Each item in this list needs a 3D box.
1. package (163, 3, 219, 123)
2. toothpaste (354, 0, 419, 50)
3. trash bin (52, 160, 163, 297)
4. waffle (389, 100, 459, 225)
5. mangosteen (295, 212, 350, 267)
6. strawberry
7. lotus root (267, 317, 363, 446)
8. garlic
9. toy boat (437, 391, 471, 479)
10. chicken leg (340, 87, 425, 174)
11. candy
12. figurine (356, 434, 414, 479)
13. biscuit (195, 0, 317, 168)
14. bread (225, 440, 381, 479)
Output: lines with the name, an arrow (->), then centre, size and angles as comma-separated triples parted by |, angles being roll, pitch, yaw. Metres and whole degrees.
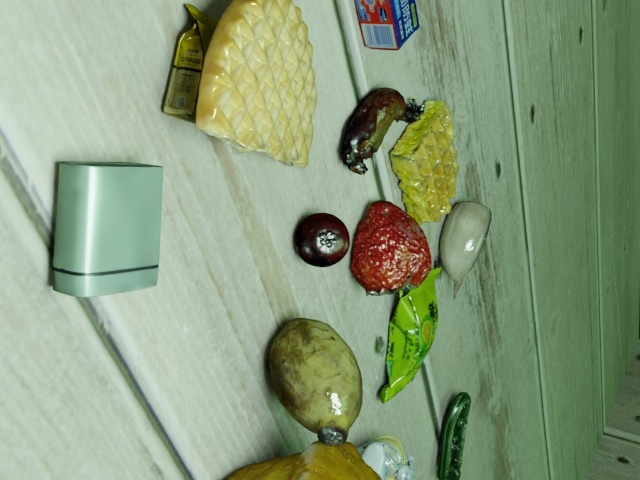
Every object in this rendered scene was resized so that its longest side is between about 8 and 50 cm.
package -> -0.131, -0.195, 0.924 | 0.071, 0.047, 0.131 | 16, 86, -60
toothpaste -> 0.075, -0.432, 1.160 | 0.076, 0.066, 0.320 | -52, 141, -36
trash bin -> -0.216, -0.014, 0.836 | 0.116, 0.059, 0.130 | -8, 106, -58
waffle -> 0.196, -0.120, 1.466 | 0.160, 0.055, 0.211 | -55, 143, -34
mangosteen -> 0.001, 0.000, 1.176 | 0.081, 0.081, 0.081 | -26, 121, -53
strawberry -> 0.117, 0.016, 1.318 | 0.131, 0.131, 0.148 | -14, 113, -56
lotus root -> -0.002, 0.201, 1.138 | 0.138, 0.214, 0.138 | -12, 134, -13
garlic -> 0.289, 0.014, 1.636 | 0.128, 0.090, 0.198 | 48, 55, -67
toy boat -> 0.298, 0.437, 1.817 | 0.104, 0.052, 0.210 | -5, 105, -55
chicken leg -> 0.103, -0.191, 1.300 | 0.253, 0.051, 0.106 | -40, 138, -47
candy -> 0.170, 0.176, 1.511 | 0.149, 0.069, 0.246 | -15, 113, -58
figurine -> 0.092, 0.436, 1.425 | 0.184, 0.128, 0.208 | -41, 141, -49
biscuit -> -0.058, -0.197, 0.990 | 0.309, 0.040, 0.205 | 8, 90, -72
bread -> -0.009, 0.466, 1.088 | 0.398, 0.215, 0.398 | 38, 45, -52
